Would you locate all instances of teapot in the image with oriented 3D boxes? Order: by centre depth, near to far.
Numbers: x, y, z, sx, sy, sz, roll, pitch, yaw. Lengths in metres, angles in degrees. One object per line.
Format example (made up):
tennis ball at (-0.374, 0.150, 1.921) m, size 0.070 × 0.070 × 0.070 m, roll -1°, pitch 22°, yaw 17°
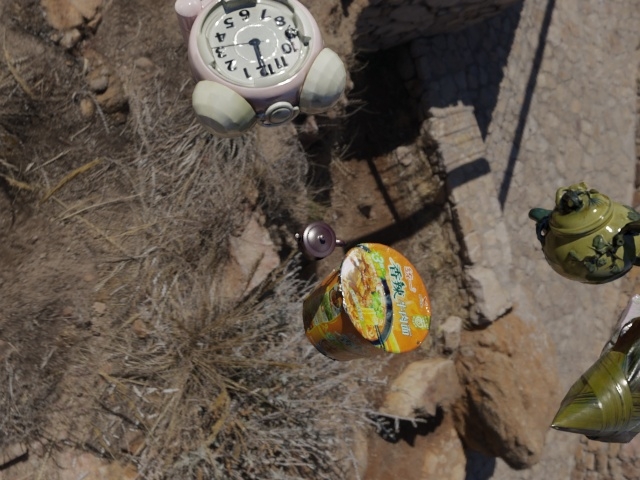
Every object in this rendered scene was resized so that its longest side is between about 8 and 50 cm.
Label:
teapot at (0.000, 0.000, 0.948) m, size 0.100 × 0.045 × 0.067 m, roll 7°, pitch 75°, yaw -21°
teapot at (0.498, -0.020, 0.987) m, size 0.173 × 0.269 × 0.182 m, roll -44°, pitch 114°, yaw -13°

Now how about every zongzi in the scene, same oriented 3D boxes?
zongzi at (0.576, 0.269, 1.051) m, size 0.300 × 0.138 × 0.286 m, roll 16°, pitch 105°, yaw -39°

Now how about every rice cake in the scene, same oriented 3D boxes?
rice cake at (0.761, 0.217, 1.341) m, size 0.298 × 0.050 × 0.106 m, roll -19°, pitch 135°, yaw -51°

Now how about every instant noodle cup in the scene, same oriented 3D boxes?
instant noodle cup at (0.081, 0.140, 1.106) m, size 0.230 × 0.182 × 0.230 m, roll 18°, pitch 57°, yaw -29°

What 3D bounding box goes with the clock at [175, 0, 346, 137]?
clock at (-0.139, -0.401, 1.202) m, size 0.342 × 0.184 × 0.325 m, roll -21°, pitch 70°, yaw -4°
